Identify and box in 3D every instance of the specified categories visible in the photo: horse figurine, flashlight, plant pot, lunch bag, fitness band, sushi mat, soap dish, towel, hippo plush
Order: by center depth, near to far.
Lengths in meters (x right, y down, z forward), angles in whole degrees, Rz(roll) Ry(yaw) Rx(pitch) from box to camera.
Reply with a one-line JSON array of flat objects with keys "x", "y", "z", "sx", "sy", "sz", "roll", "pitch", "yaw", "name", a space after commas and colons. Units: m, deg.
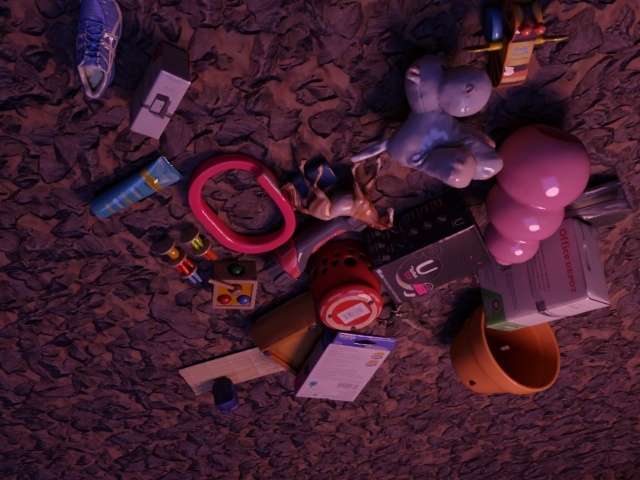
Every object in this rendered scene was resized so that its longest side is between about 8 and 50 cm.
[{"x": 0.252, "y": -0.269, "z": 1.372, "sx": 0.294, "sy": 0.234, "sz": 0.237, "roll": 20, "pitch": 120, "yaw": 29, "name": "hippo plush"}, {"x": 0.039, "y": -0.103, "z": 1.497, "sx": 0.263, "sy": 0.066, "sz": 0.175, "roll": -3, "pitch": 121, "yaw": -1, "name": "horse figurine"}, {"x": -0.022, "y": -0.139, "z": 1.530, "sx": 0.119, "sy": 0.029, "sz": 0.067, "roll": -26, "pitch": 130, "yaw": 16, "name": "towel"}, {"x": -0.182, "y": -0.082, "z": 1.547, "sx": 0.209, "sy": 0.054, "sz": 0.291, "roll": -23, "pitch": 132, "yaw": 16, "name": "fitness band"}, {"x": 0.000, "y": 0.000, "z": 1.627, "sx": 0.304, "sy": 0.103, "sz": 0.103, "roll": -33, "pitch": 93, "yaw": 16, "name": "flashlight"}, {"x": 0.066, "y": 0.122, "z": 1.702, "sx": 0.191, "sy": 0.174, "sz": 0.191, "roll": -4, "pitch": 132, "yaw": -5, "name": "plant pot"}, {"x": -0.031, "y": 0.289, "z": 1.883, "sx": 0.228, "sy": 0.118, "sz": 0.291, "roll": -30, "pitch": 132, "yaw": 18, "name": "soap dish"}, {"x": 0.518, "y": 0.324, "z": 1.921, "sx": 0.290, "sy": 0.291, "sz": 0.203, "roll": 16, "pitch": 145, "yaw": -23, "name": "plant pot"}, {"x": -0.286, "y": 0.481, "z": 2.011, "sx": 0.067, "sy": 0.098, "sz": 0.065, "roll": -20, "pitch": 137, "yaw": 2, "name": "lunch bag"}, {"x": -0.261, "y": 0.394, "z": 2.015, "sx": 0.316, "sy": 0.019, "sz": 0.151, "roll": -17, "pitch": 133, "yaw": 7, "name": "sushi mat"}]

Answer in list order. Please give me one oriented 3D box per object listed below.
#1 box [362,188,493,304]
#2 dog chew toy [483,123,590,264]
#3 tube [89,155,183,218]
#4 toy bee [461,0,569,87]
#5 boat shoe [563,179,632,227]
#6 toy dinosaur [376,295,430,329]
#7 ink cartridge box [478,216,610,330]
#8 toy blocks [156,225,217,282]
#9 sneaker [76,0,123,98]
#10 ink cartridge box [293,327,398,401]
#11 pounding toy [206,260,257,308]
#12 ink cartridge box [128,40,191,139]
[{"x": 0.268, "y": 0.018, "z": 1.654, "sx": 0.270, "sy": 0.143, "sz": 0.165, "roll": -26, "pitch": 133, "yaw": 14, "name": "box"}, {"x": 0.475, "y": -0.093, "z": 1.511, "sx": 0.206, "sy": 0.207, "sz": 0.332, "roll": 7, "pitch": 118, "yaw": -16, "name": "dog chew toy"}, {"x": -0.416, "y": -0.117, "z": 1.475, "sx": 0.207, "sy": 0.052, "sz": 0.080, "roll": -28, "pitch": 143, "yaw": 9, "name": "tube"}, {"x": 0.364, "y": -0.400, "z": 1.254, "sx": 0.195, "sy": 0.162, "sz": 0.298, "roll": -23, "pitch": 133, "yaw": 15, "name": "toy bee"}, {"x": 0.610, "y": -0.082, "z": 1.660, "sx": 0.320, "sy": 0.103, "sz": 0.118, "roll": -9, "pitch": 157, "yaw": 6, "name": "boat shoe"}, {"x": 0.225, "y": 0.214, "z": 1.899, "sx": 0.118, "sy": 0.064, "sz": 0.268, "roll": -29, "pitch": 135, "yaw": 9, "name": "toy dinosaur"}, {"x": 0.553, "y": 0.094, "z": 1.660, "sx": 0.121, "sy": 0.211, "sz": 0.289, "roll": 16, "pitch": 152, "yaw": -38, "name": "ink cartridge box"}, {"x": -0.315, "y": 0.043, "z": 1.639, "sx": 0.123, "sy": 0.054, "sz": 0.148, "roll": -23, "pitch": 133, "yaw": 13, "name": "toy blocks"}, {"x": -0.408, "y": -0.359, "z": 1.213, "sx": 0.080, "sy": 0.081, "sz": 0.211, "roll": 4, "pitch": 132, "yaw": -11, "name": "sneaker"}, {"x": 0.065, "y": 0.335, "z": 1.818, "sx": 0.185, "sy": 0.065, "sz": 0.311, "roll": 10, "pitch": 135, "yaw": -21, "name": "ink cartridge box"}, {"x": -0.230, "y": 0.115, "z": 1.690, "sx": 0.130, "sy": 0.100, "sz": 0.141, "roll": 2, "pitch": 134, "yaw": -12, "name": "pounding toy"}, {"x": -0.313, "y": -0.289, "z": 1.277, "sx": 0.063, "sy": 0.109, "sz": 0.150, "roll": 19, "pitch": 128, "yaw": -30, "name": "ink cartridge box"}]
